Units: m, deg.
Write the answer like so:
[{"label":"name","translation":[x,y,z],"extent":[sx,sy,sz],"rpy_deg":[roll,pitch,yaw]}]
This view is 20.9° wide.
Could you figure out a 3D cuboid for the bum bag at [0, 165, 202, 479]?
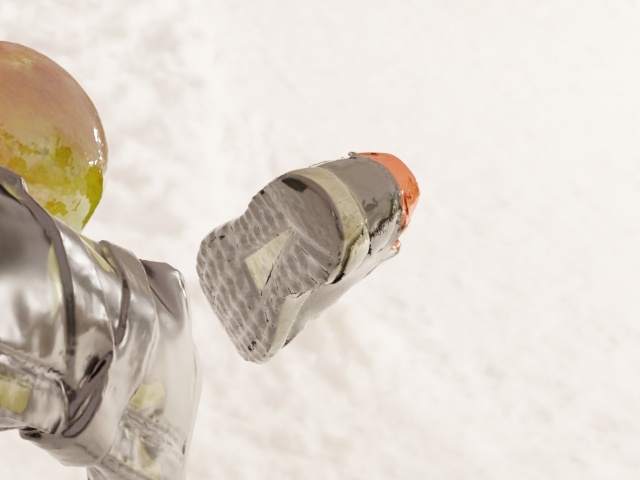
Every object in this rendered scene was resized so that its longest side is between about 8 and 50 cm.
[{"label":"bum bag","translation":[-0.102,0.035,0.624],"extent":[0.060,0.107,0.232],"rpy_deg":[-5,-21,21]}]

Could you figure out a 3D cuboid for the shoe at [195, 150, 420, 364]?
[{"label":"shoe","translation":[0.000,0.000,1.653],"extent":[0.171,0.336,0.132],"rpy_deg":[-28,80,-29]}]

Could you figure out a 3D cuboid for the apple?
[{"label":"apple","translation":[-0.269,-0.064,1.453],"extent":[0.196,0.196,0.196],"rpy_deg":[16,19,-6]}]
